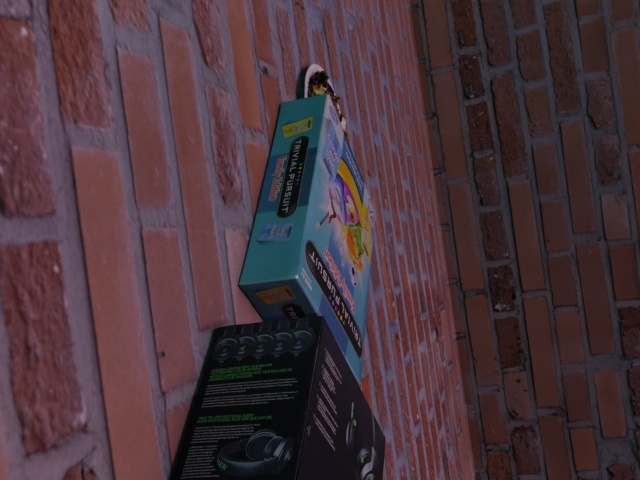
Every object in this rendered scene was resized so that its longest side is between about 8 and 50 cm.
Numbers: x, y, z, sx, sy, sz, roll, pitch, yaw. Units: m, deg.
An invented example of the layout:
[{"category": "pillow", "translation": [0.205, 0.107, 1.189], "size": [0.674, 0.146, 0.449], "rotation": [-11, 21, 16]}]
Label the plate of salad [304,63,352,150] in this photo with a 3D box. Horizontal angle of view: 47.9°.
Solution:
[{"category": "plate of salad", "translation": [0.018, -0.198, 1.206], "size": [0.200, 0.048, 0.199], "rotation": [-7, 90, -71]}]

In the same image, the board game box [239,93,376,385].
[{"category": "board game box", "translation": [0.000, 0.000, 1.023], "size": [0.253, 0.079, 0.336], "rotation": [62, 27, -44]}]

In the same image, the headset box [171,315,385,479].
[{"category": "headset box", "translation": [-0.032, 0.250, 0.746], "size": [0.283, 0.131, 0.246], "rotation": [-79, 153, -43]}]
